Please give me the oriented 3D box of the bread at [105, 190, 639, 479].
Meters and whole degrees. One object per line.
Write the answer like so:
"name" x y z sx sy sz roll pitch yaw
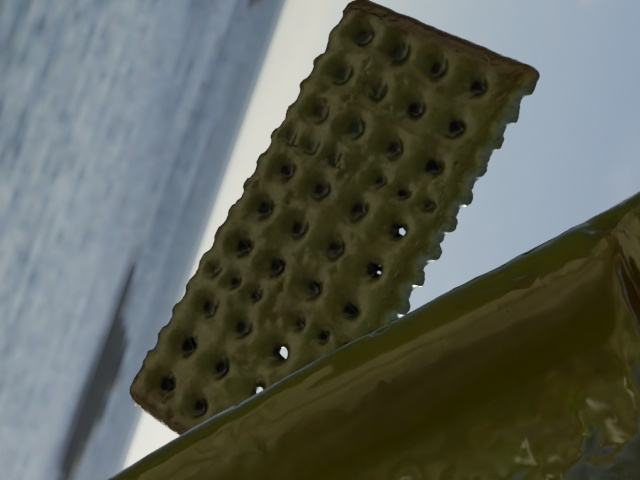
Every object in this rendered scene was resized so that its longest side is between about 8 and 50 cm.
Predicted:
"bread" 0.035 0.090 0.611 0.112 0.384 0.166 65 8 16

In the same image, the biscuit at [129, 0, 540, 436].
"biscuit" 0.000 0.000 0.929 0.139 0.016 0.231 29 -91 45
